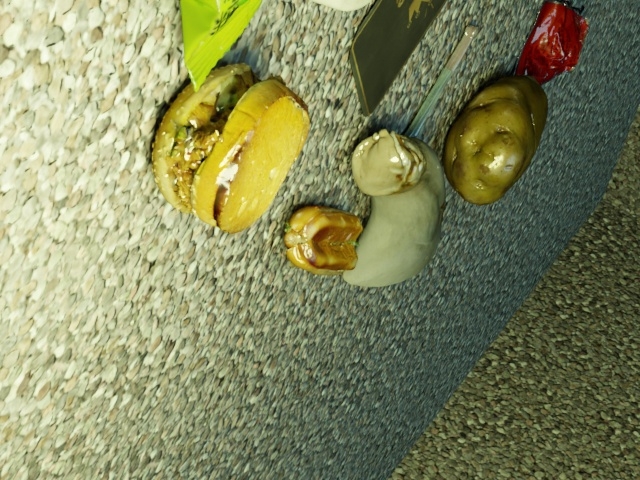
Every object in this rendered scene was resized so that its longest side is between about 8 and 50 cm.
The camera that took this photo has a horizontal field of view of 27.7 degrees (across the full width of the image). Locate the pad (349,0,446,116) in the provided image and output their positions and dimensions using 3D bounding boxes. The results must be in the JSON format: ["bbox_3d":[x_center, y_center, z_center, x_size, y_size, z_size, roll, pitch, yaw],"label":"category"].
[{"bbox_3d":[0.167,-0.365,1.832,0.375,0.063,0.315,-58,161,-13],"label":"pad"}]

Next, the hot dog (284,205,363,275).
[{"bbox_3d":[0.000,0.000,1.916,0.250,0.076,0.104,-3,100,-73],"label":"hot dog"}]

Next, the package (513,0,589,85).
[{"bbox_3d":[0.476,-0.392,2.628,0.269,0.071,0.194,-16,118,-61],"label":"package"}]

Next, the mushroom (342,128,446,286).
[{"bbox_3d":[0.122,-0.066,2.061,0.177,0.126,0.397,-38,156,-20],"label":"mushroom"}]

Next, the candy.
[{"bbox_3d":[-0.092,-0.275,1.254,0.149,0.069,0.246,-47,157,-30],"label":"candy"}]

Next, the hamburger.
[{"bbox_3d":[-0.096,-0.108,1.412,0.191,0.118,0.182,-51,163,-20],"label":"hamburger"}]

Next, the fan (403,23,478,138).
[{"bbox_3d":[0.184,-0.235,2.138,0.282,0.023,0.057,-61,153,0],"label":"fan"}]

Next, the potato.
[{"bbox_3d":[0.331,-0.200,2.406,0.195,0.176,0.369,65,31,-16],"label":"potato"}]

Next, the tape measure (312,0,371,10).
[{"bbox_3d":[0.047,-0.384,1.354,0.265,0.130,0.258,-41,148,-54],"label":"tape measure"}]
